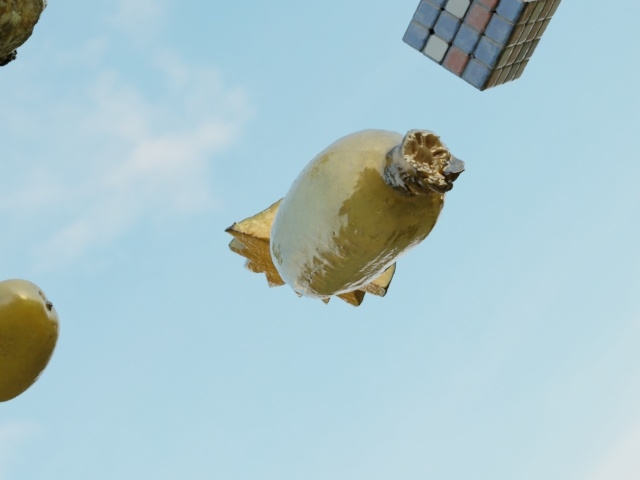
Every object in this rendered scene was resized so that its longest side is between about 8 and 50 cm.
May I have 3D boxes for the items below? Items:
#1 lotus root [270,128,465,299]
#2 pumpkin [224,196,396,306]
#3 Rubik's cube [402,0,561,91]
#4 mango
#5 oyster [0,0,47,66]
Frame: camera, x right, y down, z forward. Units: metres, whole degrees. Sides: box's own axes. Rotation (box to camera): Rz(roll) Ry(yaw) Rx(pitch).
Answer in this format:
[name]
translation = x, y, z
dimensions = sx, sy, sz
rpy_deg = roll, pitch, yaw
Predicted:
[lotus root]
translation = 0.038, -0.033, 1.464
dimensions = 0.146, 0.131, 0.303
rpy_deg = -14, -18, -34
[pumpkin]
translation = 0.000, 0.000, 2.080
dimensions = 0.130, 0.254, 0.149
rpy_deg = 90, -159, -64
[Rubik's cube]
translation = 0.145, -0.200, 1.253
dimensions = 0.092, 0.092, 0.092
rpy_deg = -25, -34, -58
[mango]
translation = -0.451, 0.145, 2.008
dimensions = 0.137, 0.098, 0.195
rpy_deg = 22, -69, -17
[oyster]
translation = -0.396, -0.340, 1.659
dimensions = 0.162, 0.351, 0.158
rpy_deg = 18, -20, -26
